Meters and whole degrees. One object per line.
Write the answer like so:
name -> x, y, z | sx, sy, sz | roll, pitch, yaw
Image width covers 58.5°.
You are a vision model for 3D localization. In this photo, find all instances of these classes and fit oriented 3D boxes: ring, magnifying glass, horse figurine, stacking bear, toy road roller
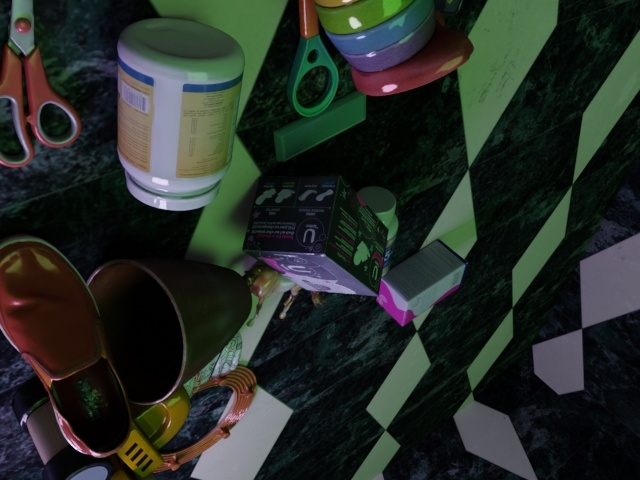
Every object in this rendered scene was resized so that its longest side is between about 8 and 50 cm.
ring -> -0.284, 0.416, 1.306 | 0.336, 0.032, 0.337 | -29, 143, -25
magnifying glass -> -0.014, -0.286, 0.855 | 0.092, 0.026, 0.231 | -31, 144, -22
horse figurine -> -0.083, 0.095, 1.153 | 0.263, 0.066, 0.175 | -7, 136, -43
stacking bear -> 0.058, -0.347, 0.726 | 0.164, 0.175, 0.289 | -28, 130, 9
toy road roller -> -0.338, 0.332, 0.992 | 0.240, 0.202, 0.330 | -34, 144, -20

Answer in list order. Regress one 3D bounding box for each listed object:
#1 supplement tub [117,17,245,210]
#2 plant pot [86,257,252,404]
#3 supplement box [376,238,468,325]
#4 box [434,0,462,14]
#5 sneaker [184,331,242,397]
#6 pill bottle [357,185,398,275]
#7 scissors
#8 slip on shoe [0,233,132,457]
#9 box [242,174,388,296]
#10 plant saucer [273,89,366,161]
supplement tub -> -0.175, -0.152, 0.705 | 0.144, 0.144, 0.200 | -18, 138, -37
plant pot -> -0.219, 0.116, 0.921 | 0.230, 0.215, 0.216 | -17, 139, -59
supplement box -> 0.268, 0.111, 1.521 | 0.220, 0.114, 0.111 | -30, 145, -26
box -> 0.180, -0.461, 0.858 | 0.175, 0.051, 0.220 | -14, 136, -40
sneaker -> -0.256, 0.280, 1.134 | 0.145, 0.090, 0.270 | 13, 113, -51
pill bottle -> 0.104, -0.016, 1.199 | 0.112, 0.112, 0.187 | -27, 143, -27
scissors -> -0.321, -0.207, 0.596 | 0.108, 0.021, 0.297 | -22, 142, -30
slip on shoe -> -0.339, 0.146, 0.768 | 0.123, 0.101, 0.332 | -26, 105, -33
box -> 0.000, 0.000, 1.016 | 0.247, 0.163, 0.142 | 41, 56, -57
plant saucer -> 0.005, -0.197, 0.979 | 0.192, 0.018, 0.067 | -30, 144, -21
